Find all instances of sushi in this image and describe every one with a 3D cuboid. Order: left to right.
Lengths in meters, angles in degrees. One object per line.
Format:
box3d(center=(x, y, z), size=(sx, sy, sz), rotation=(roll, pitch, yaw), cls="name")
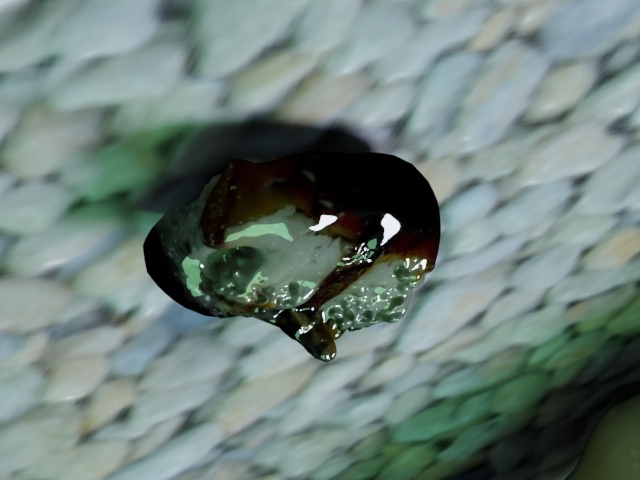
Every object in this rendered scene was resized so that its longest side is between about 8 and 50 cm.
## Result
box3d(center=(0.000, 0.000, 0.484), size=(0.083, 0.044, 0.046), rotation=(3, 141, -49), cls="sushi")

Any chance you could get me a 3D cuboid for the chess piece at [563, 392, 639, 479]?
box3d(center=(0.070, 0.168, 0.736), size=(0.299, 0.167, 0.167), rotation=(-26, 154, 7), cls="chess piece")
